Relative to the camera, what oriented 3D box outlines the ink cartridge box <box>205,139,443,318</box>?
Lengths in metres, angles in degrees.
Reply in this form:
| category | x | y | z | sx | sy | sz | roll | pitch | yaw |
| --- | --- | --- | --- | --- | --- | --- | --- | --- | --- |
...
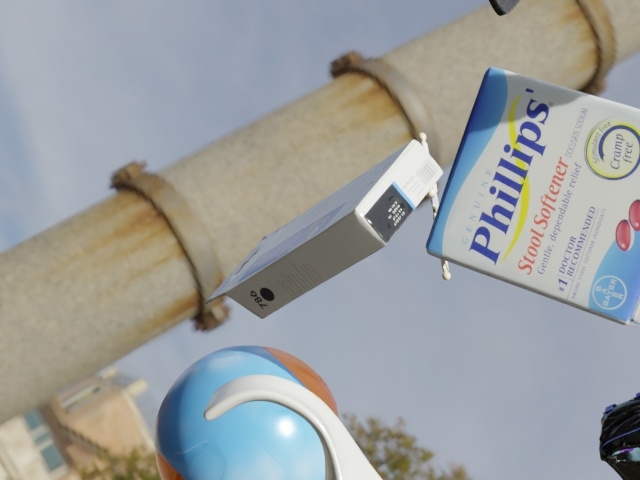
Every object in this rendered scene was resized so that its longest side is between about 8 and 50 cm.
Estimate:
| category | x | y | z | sx | sy | sz | roll | pitch | yaw |
| --- | --- | --- | --- | --- | --- | --- | --- | --- | --- |
| ink cartridge box | 0.000 | 0.000 | 1.679 | 0.065 | 0.165 | 0.333 | 49 | -42 | -10 |

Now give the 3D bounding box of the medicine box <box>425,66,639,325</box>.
| category | x | y | z | sx | sy | sz | roll | pitch | yaw |
| --- | --- | --- | --- | --- | --- | --- | --- | --- | --- |
| medicine box | 0.325 | -0.056 | 1.727 | 0.289 | 0.149 | 0.263 | 20 | -86 | 23 |

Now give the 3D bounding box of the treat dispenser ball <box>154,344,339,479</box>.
| category | x | y | z | sx | sy | sz | roll | pitch | yaw |
| --- | --- | --- | --- | --- | --- | --- | --- | --- | --- |
| treat dispenser ball | -0.108 | 0.302 | 1.993 | 0.288 | 0.288 | 0.288 | 41 | -31 | 32 |

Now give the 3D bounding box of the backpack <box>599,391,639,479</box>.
| category | x | y | z | sx | sy | sz | roll | pitch | yaw |
| --- | --- | --- | --- | --- | --- | --- | --- | --- | --- |
| backpack | 0.471 | 0.261 | 1.722 | 0.173 | 0.117 | 0.158 | -33 | -72 | 27 |

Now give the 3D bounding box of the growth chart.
| category | x | y | z | sx | sy | sz | roll | pitch | yaw |
| --- | --- | --- | --- | --- | --- | --- | --- | --- | --- |
| growth chart | 0.209 | -0.055 | 2.390 | 0.237 | 0.021 | 0.172 | 74 | 9 | -45 |

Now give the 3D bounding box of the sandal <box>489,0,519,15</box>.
| category | x | y | z | sx | sy | sz | roll | pitch | yaw |
| --- | --- | --- | --- | --- | --- | --- | --- | --- | --- |
| sandal | 0.258 | -0.351 | 1.809 | 0.040 | 0.179 | 0.067 | -22 | -78 | 38 |

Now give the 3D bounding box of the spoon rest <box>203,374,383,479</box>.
| category | x | y | z | sx | sy | sz | roll | pitch | yaw |
| --- | --- | --- | --- | --- | --- | --- | --- | --- | --- |
| spoon rest | 0.013 | 0.230 | 1.249 | 0.084 | 0.137 | 0.276 | -40 | -80 | 20 |
